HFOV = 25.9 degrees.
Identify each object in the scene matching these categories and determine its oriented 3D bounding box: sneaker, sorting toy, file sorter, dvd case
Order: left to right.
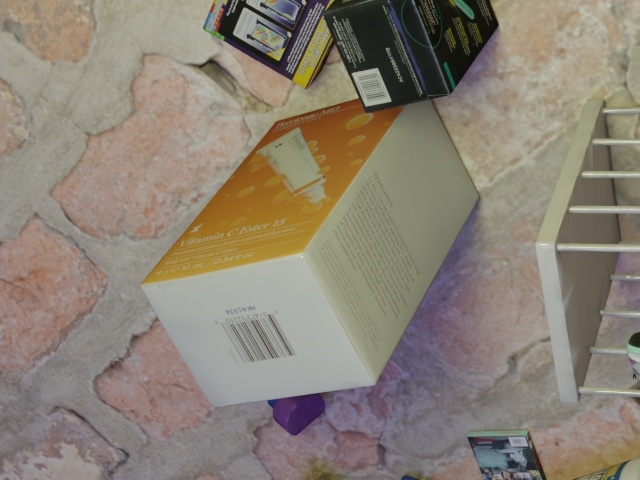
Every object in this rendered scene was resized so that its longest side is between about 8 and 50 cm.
[{"bbox_3d":[-0.072,0.089,1.809,0.126,0.127,0.365,35,144,41],"label":"sorting toy"},{"bbox_3d":[0.251,0.301,1.840,0.087,0.013,0.119,-7,122,31],"label":"dvd case"},{"bbox_3d":[0.338,0.005,1.397,0.173,0.278,0.193,1,125,22],"label":"file sorter"},{"bbox_3d":[0.334,0.119,1.283,0.098,0.038,0.069,5,128,28],"label":"sneaker"}]

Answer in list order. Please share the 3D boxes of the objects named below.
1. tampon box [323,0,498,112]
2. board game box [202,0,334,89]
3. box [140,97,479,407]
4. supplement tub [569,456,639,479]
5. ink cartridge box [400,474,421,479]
[{"bbox_3d":[0.095,-0.226,1.418,0.101,0.161,0.120,-9,119,32],"label":"tampon box"},{"bbox_3d":[-0.037,-0.271,1.529,0.141,0.048,0.170,30,132,1],"label":"board game box"},{"bbox_3d":[0.000,0.000,1.514,0.215,0.345,0.168,-12,117,33],"label":"box"},{"bbox_3d":[0.356,0.363,1.744,0.199,0.144,0.144,-29,108,39],"label":"supplement tub"},{"bbox_3d":[0.123,0.516,1.896,0.151,0.270,0.395,15,130,14],"label":"ink cartridge box"}]
